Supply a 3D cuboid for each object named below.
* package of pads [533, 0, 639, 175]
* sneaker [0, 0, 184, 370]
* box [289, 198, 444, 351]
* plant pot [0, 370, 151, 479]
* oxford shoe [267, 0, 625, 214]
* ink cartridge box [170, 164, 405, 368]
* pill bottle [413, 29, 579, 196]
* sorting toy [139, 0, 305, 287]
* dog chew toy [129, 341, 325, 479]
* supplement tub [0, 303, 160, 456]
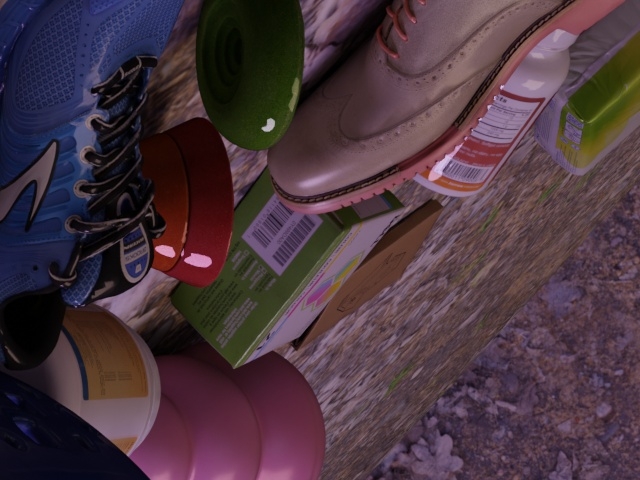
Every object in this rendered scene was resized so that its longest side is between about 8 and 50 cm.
[{"bbox_3d":[0.395,-0.230,2.063,0.296,0.101,0.229,-42,165,-7],"label":"package of pads"},{"bbox_3d":[-0.133,-0.050,0.945,0.130,0.147,0.330,-29,159,-49],"label":"sneaker"},{"bbox_3d":[0.057,0.044,2.054,0.201,0.021,0.164,-35,164,-36],"label":"box"},{"bbox_3d":[-0.273,0.166,1.004,0.236,0.212,0.236,-47,160,10],"label":"plant pot"},{"bbox_3d":[0.091,-0.183,1.338,0.397,0.140,0.146,-42,136,9],"label":"oxford shoe"},{"bbox_3d":[0.000,0.000,1.594,0.189,0.097,0.255,-52,164,27],"label":"ink cartridge box"},{"bbox_3d":[0.157,-0.152,1.548,0.121,0.121,0.216,-30,160,-46],"label":"pill bottle"},{"bbox_3d":[-0.098,-0.104,1.059,0.126,0.127,0.365,-2,141,-26],"label":"sorting toy"},{"bbox_3d":[-0.135,0.198,1.605,0.206,0.206,0.332,-49,157,17],"label":"dog chew toy"},{"bbox_3d":[-0.208,0.112,1.208,0.144,0.144,0.200,-47,166,8],"label":"supplement tub"}]
